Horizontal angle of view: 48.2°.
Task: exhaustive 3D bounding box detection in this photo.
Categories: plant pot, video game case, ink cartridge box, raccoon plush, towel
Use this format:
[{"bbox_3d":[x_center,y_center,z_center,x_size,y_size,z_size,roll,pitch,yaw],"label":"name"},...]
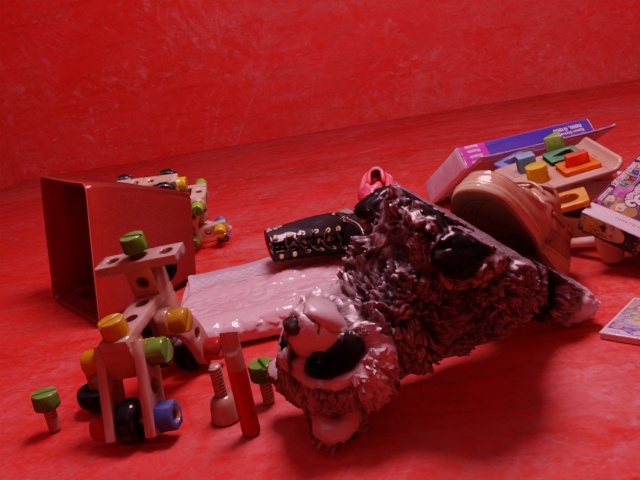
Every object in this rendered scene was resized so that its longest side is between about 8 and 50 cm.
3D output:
[{"bbox_3d":[-0.407,-0.003,1.479,0.236,0.267,0.267,-10,13,-37],"label":"plant pot"},{"bbox_3d":[0.442,0.109,0.962,0.087,0.011,0.122,6,24,44],"label":"video game case"},{"bbox_3d":[0.437,-0.192,1.625,0.324,0.071,0.330,-14,-12,-13],"label":"ink cartridge box"},{"bbox_3d":[0.151,0.134,0.888,0.447,0.299,0.216,25,10,-23],"label":"raccoon plush"},{"bbox_3d":[-0.090,0.094,1.279,0.332,0.053,0.317,-13,17,-3],"label":"towel"},{"bbox_3d":[0.563,-0.044,1.142,0.210,0.041,0.232,31,51,31],"label":"video game case"}]

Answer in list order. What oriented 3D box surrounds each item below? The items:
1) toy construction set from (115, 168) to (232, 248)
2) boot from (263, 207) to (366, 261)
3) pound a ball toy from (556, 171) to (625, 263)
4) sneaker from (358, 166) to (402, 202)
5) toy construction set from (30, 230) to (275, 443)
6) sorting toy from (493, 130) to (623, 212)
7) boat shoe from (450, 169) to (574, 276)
[{"bbox_3d":[-0.384,-0.052,1.691,0.328,0.215,0.151,-16,40,-9],"label":"toy construction set"},{"bbox_3d":[0.000,0.002,1.294,0.179,0.085,0.236,-14,12,-11],"label":"boot"},{"bbox_3d":[0.456,-0.069,1.329,0.208,0.135,0.319,-22,19,-33],"label":"pound a ball toy"},{"bbox_3d":[0.150,-0.113,1.661,0.116,0.136,0.314,-6,17,11],"label":"sneaker"},{"bbox_3d":[-0.209,0.117,0.948,0.309,0.237,0.257,3,21,37],"label":"toy construction set"},{"bbox_3d":[0.412,-0.135,1.281,0.196,0.047,0.347,-21,20,6],"label":"sorting toy"},{"bbox_3d":[0.288,-0.035,1.044,0.122,0.110,0.341,13,-12,34],"label":"boat shoe"}]
